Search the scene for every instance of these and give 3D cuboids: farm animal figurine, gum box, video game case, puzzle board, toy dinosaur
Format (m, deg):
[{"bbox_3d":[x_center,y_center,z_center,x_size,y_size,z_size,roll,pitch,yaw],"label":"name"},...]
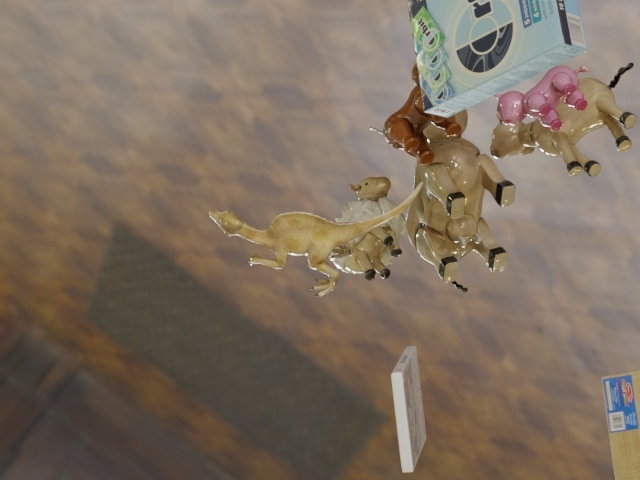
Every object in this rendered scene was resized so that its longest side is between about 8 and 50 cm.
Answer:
[{"bbox_3d":[0.184,-0.102,2.322,0.172,0.330,0.326,55,132,48],"label":"farm animal figurine"},{"bbox_3d":[0.169,-0.226,1.883,0.041,0.157,0.184,10,155,-44],"label":"gum box"},{"bbox_3d":[0.078,0.146,1.672,0.011,0.122,0.087,-5,97,9],"label":"video game case"},{"bbox_3d":[0.316,0.182,1.779,0.096,0.128,0.011,-13,167,28],"label":"puzzle board"},{"bbox_3d":[0.000,0.000,1.589,0.183,0.053,0.092,-5,146,11],"label":"toy dinosaur"}]
